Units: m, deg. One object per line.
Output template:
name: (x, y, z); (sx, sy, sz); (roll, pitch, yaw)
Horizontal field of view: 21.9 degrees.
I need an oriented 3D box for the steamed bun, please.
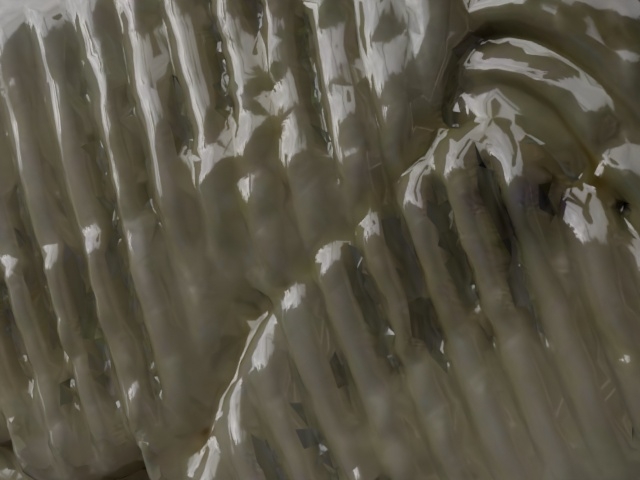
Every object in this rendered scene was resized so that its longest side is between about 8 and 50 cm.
steamed bun: (0.007, 0.007, 0.601); (0.324, 0.310, 0.219); (-50, -13, 16)
